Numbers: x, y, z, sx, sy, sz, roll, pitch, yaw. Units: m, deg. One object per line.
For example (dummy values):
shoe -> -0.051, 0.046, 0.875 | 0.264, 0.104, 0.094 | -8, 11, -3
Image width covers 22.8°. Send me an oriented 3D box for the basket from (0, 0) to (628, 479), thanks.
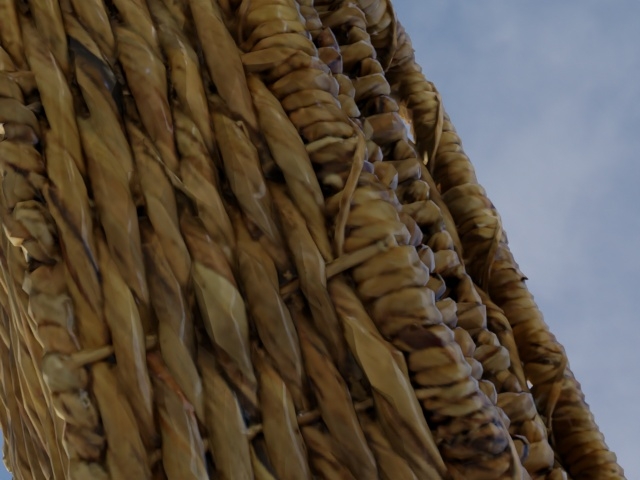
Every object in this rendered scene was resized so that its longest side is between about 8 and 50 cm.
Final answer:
basket -> 0.000, 0.000, 0.514 | 0.223, 0.213, 0.299 | -11, -123, -16
